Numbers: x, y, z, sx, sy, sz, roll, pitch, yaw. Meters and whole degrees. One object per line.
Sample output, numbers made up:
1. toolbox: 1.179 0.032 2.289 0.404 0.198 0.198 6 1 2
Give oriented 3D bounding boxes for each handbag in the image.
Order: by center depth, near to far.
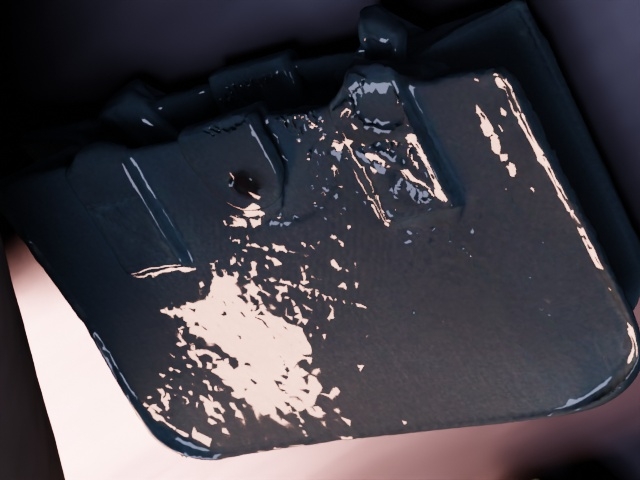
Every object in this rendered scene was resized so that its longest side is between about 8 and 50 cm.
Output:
1. handbag: 0.000 0.000 0.658 0.229 0.062 0.179 -11 129 28

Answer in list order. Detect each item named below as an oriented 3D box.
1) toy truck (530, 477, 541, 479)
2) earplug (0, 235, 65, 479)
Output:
1. toy truck: 0.134 0.175 0.779 0.100 0.077 0.169 -37 111 27
2. earplug: -0.268 0.007 0.580 0.312 0.312 0.394 8 135 12
